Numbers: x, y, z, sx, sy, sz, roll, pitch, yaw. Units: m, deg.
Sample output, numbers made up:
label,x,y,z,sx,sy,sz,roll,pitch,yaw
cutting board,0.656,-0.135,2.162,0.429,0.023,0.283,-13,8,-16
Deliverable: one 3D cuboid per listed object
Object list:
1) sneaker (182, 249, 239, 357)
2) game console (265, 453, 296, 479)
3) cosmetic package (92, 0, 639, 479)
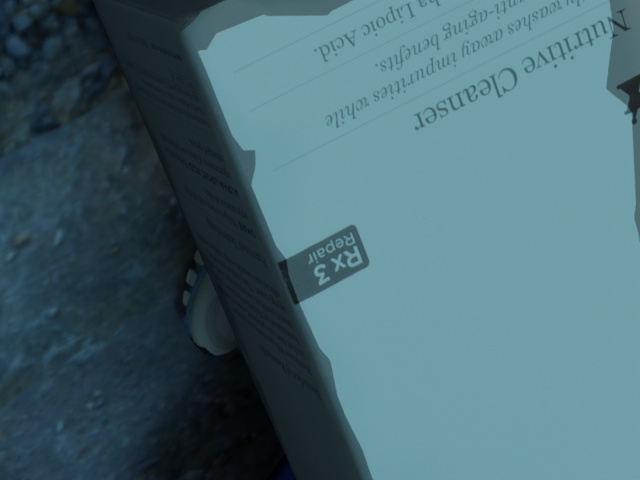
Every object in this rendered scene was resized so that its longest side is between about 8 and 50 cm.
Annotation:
label,x,y,z,sx,sy,sz,roll,pitch,yaw
sneaker,0.000,0.000,0.905,0.191,0.083,0.071,-49,145,6
game console,0.092,0.125,1.022,0.293,0.173,0.250,-56,178,12
cosmetic package,0.067,0.014,0.782,0.217,0.156,0.385,-29,112,-14
